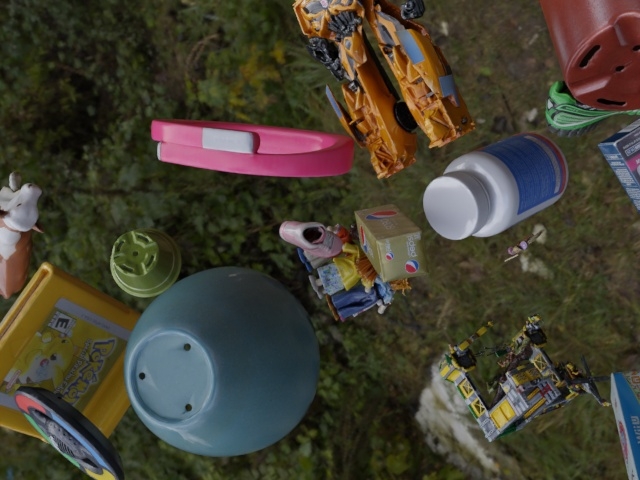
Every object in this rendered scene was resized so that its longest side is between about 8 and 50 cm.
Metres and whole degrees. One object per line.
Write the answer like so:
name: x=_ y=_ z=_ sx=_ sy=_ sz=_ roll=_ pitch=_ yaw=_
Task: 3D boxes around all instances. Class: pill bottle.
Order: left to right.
pill bottle: x=0.252 y=-0.077 z=1.099 sx=0.124 sy=0.222 sz=0.124 roll=21 pitch=121 yaw=39

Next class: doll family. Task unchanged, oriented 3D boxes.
doll family: x=0.082 y=0.081 z=1.452 sx=0.263 sy=0.163 sz=0.118 roll=57 pitch=-170 yaw=-41

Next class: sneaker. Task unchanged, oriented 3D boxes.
sneaker: x=0.000 y=0.000 z=1.317 sx=0.070 sy=0.134 sz=0.051 roll=5 pitch=79 yaw=52
sneaker: x=0.675 y=-0.349 z=1.702 sx=0.146 sy=0.344 sz=0.134 roll=55 pitch=-168 yaw=-60

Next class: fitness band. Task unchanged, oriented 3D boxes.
fitness band: x=-0.094 y=-0.129 z=1.035 sx=0.291 sy=0.209 sz=0.054 roll=12 pitch=103 yaw=31

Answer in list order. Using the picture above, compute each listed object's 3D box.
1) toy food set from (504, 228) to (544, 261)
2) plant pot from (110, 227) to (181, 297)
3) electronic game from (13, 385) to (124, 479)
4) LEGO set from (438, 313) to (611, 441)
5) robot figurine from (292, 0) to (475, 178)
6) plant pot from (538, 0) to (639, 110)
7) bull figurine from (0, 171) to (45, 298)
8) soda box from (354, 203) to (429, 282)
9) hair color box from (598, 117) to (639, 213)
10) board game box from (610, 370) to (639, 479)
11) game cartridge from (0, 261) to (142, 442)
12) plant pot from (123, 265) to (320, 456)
toy food set: x=0.532 y=0.009 z=2.007 sx=0.019 sy=0.122 sz=0.078 roll=53 pitch=148 yaw=1
plant pot: x=-0.205 y=0.020 z=0.863 sx=0.083 sy=0.083 sz=0.079 roll=61 pitch=173 yaw=6
electronic game: x=-0.410 y=0.321 z=1.237 sx=0.229 sy=0.048 sz=0.229 roll=27 pitch=145 yaw=21
LEGO set: x=0.441 y=0.269 z=1.624 sx=0.192 sy=0.331 sz=0.254 roll=117 pitch=141 yaw=-47
robot figurine: x=0.069 y=-0.237 z=0.973 sx=0.211 sy=0.085 sz=0.291 roll=-29 pitch=90 yaw=47
plant pot: x=0.429 y=-0.346 z=1.071 sx=0.272 sy=0.273 sz=0.265 roll=122 pitch=153 yaw=-58
bull figurine: x=-0.574 y=-0.026 z=1.386 sx=0.310 sy=0.101 sz=0.188 roll=-57 pitch=43 yaw=43
soda box: x=0.091 y=-0.001 z=1.011 sx=0.181 sy=0.061 sz=0.058 roll=-114 pitch=12 yaw=-76
hair color box: x=0.735 y=-0.094 z=1.529 sx=0.347 sy=0.174 sz=0.105 roll=57 pitch=-175 yaw=-4
board game box: x=0.646 y=0.317 z=1.219 sx=0.097 sy=0.304 sz=0.224 roll=69 pitch=-162 yaw=-45
game cartridge: x=-0.451 y=0.228 z=1.379 sx=0.053 sy=0.285 sz=0.324 roll=26 pitch=170 yaw=43
plant pot: x=-0.167 y=0.183 z=1.096 sx=0.290 sy=0.290 sz=0.195 roll=59 pitch=-166 yaw=10
